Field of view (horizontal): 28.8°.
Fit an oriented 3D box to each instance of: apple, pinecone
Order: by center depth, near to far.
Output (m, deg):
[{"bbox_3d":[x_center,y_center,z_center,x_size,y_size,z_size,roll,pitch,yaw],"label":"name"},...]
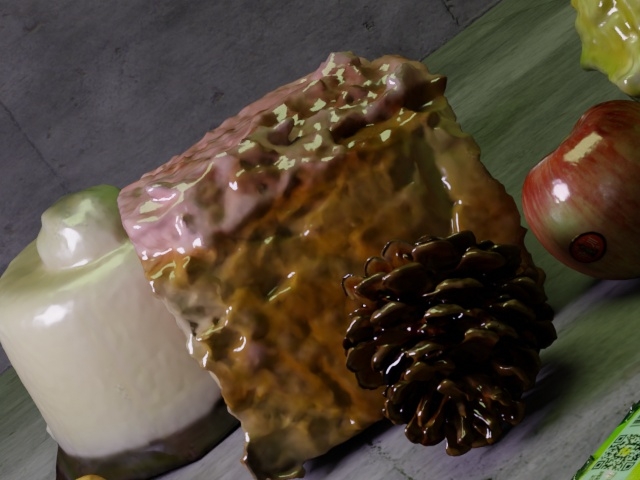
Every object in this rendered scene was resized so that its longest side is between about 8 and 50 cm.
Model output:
[{"bbox_3d":[0.095,0.075,0.912,0.174,0.173,0.173,-34,11,7],"label":"pinecone"},{"bbox_3d":[0.238,-0.038,0.994,0.146,0.131,0.146,-46,1,1],"label":"apple"}]

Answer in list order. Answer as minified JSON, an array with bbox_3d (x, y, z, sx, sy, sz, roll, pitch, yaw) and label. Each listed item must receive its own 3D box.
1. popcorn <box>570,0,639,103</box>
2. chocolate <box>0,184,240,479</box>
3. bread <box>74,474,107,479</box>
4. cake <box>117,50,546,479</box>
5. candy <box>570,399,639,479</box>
[{"bbox_3d":[0.326,-0.190,1.055,0.195,0.256,0.255,-42,11,48],"label":"popcorn"},{"bbox_3d":[-0.225,0.078,1.422,0.326,0.297,0.314,-28,18,31],"label":"chocolate"},{"bbox_3d":[-0.287,0.318,1.208,0.239,0.074,0.092,-33,51,14],"label":"bread"},{"bbox_3d":[0.000,0.000,1.145,0.314,0.293,0.307,-29,13,-1],"label":"cake"},{"bbox_3d":[0.192,0.123,0.696,0.178,0.032,0.102,-40,15,-30],"label":"candy"}]
